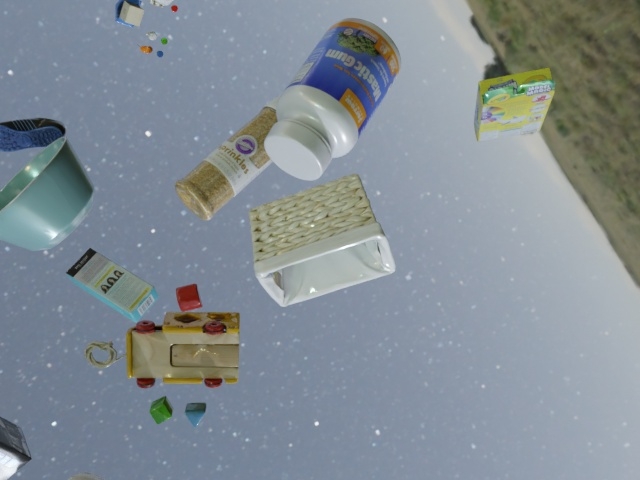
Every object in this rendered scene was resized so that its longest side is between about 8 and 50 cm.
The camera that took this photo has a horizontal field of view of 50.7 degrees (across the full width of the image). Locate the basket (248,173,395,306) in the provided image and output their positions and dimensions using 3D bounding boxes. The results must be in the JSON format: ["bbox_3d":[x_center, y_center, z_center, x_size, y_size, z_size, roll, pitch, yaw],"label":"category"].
[{"bbox_3d":[0.000,0.000,0.872,0.113,0.167,0.103,62,-168,-59],"label":"basket"}]

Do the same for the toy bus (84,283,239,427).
[{"bbox_3d":[-0.213,0.158,1.026,0.202,0.191,0.104,47,-174,-15],"label":"toy bus"}]

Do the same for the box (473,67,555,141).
[{"bbox_3d":[0.288,-0.205,1.019,0.179,0.105,0.043,47,-146,-76],"label":"box"}]

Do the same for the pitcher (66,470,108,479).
[{"bbox_3d":[-0.296,0.430,0.986,0.177,0.125,0.207,-34,-106,-33],"label":"pitcher"}]

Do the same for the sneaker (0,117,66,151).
[{"bbox_3d":[-0.843,-0.304,1.915,0.090,0.232,0.081,-111,22,-60],"label":"sneaker"}]

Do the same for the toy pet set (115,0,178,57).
[{"bbox_3d":[-0.397,-0.491,1.510,0.114,0.122,0.065,7,-154,-41],"label":"toy pet set"}]

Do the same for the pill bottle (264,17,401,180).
[{"bbox_3d":[0.018,-0.240,1.169,0.152,0.152,0.272,45,-118,-30],"label":"pill bottle"}]

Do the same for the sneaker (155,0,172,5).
[{"bbox_3d":[-0.147,-0.265,0.548,0.152,0.061,0.054,46,-152,-52],"label":"sneaker"}]

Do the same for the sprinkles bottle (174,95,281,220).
[{"bbox_3d":[-0.189,-0.203,1.652,0.121,0.355,0.121,37,158,18],"label":"sprinkles bottle"}]

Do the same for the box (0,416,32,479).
[{"bbox_3d":[-0.602,0.301,0.925,0.076,0.242,0.307,44,170,42],"label":"box"}]

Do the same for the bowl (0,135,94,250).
[{"bbox_3d":[-0.688,-0.095,1.692,0.163,0.311,0.311,46,-156,-27],"label":"bowl"}]

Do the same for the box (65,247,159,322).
[{"bbox_3d":[-0.576,0.123,1.872,0.244,0.100,0.060,28,152,19],"label":"box"}]
